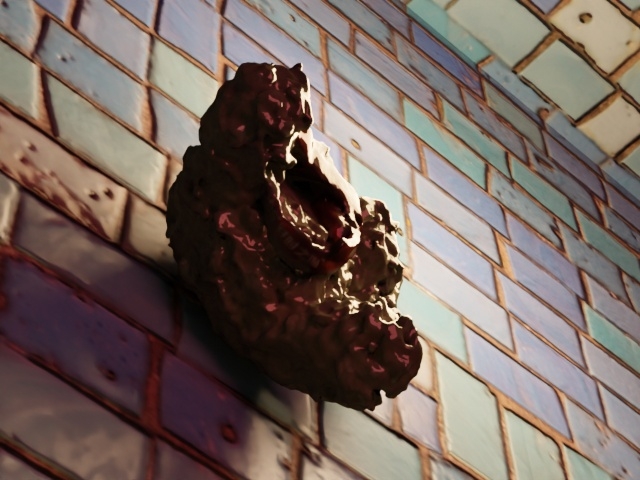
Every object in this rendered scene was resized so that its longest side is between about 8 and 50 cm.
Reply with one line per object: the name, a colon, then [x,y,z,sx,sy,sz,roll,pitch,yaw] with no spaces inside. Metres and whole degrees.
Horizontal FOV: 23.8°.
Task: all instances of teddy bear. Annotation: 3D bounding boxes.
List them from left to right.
teddy bear: [0.000,0.000,1.584,0.357,0.224,0.367,65,24,4]
